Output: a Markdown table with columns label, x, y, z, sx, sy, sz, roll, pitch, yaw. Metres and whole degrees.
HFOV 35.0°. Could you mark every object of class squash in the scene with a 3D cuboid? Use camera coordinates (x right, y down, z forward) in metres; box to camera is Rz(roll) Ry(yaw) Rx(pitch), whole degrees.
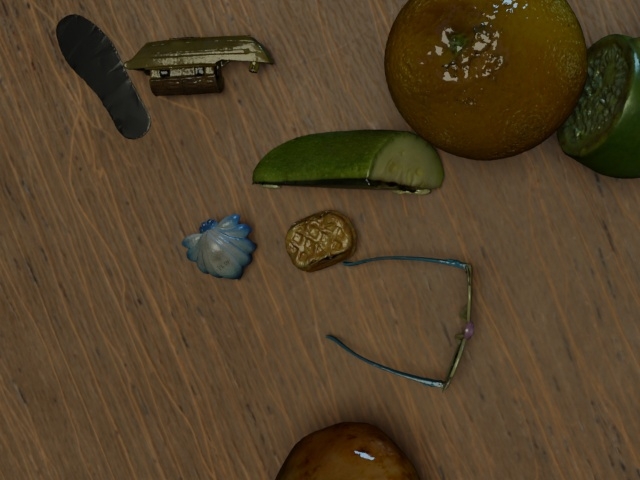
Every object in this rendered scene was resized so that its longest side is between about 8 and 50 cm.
| label | x | y | z | sx | sy | sz | roll | pitch | yaw |
| --- | --- | --- | --- | --- | --- | --- | --- | --- | --- |
| squash | 0.035 | -0.119 | 1.524 | 0.252 | 0.169 | 0.093 | 3 | 91 | 46 |

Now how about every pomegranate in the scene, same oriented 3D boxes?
| label | x | y | z | sx | sy | sz | roll | pitch | yaw |
| --- | --- | --- | --- | --- | --- | --- | --- | --- | --- |
| pomegranate | 0.435 | -0.197 | 1.355 | 0.159 | 0.190 | 0.240 | 14 | 94 | -15 |
| pomegranate | 0.037 | 0.384 | 1.446 | 0.248 | 0.248 | 0.248 | 1 | 93 | 12 |

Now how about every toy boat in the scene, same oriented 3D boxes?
| label | x | y | z | sx | sy | sz | roll | pitch | yaw |
| --- | --- | --- | --- | --- | --- | --- | --- | --- | --- |
| toy boat | -0.184 | -0.266 | 1.544 | 0.226 | 0.068 | 0.088 | -1 | 97 | 10 |

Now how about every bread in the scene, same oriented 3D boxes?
| label | x | y | z | sx | sy | sz | roll | pitch | yaw |
| --- | --- | --- | --- | --- | --- | --- | --- | --- | --- |
| bread | 0.000 | 0.000 | 1.525 | 0.111 | 0.044 | 0.083 | -21 | 87 | 15 |

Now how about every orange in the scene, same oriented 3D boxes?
| label | x | y | z | sx | sy | sz | roll | pitch | yaw |
| --- | --- | --- | --- | --- | --- | --- | --- | --- | --- |
| orange | 0.217 | -0.237 | 1.349 | 0.274 | 0.274 | 0.274 | 1 | 93 | 12 |

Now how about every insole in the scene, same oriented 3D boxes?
| label | x | y | z | sx | sy | sz | roll | pitch | yaw |
| --- | --- | --- | --- | --- | --- | --- | --- | --- | --- |
| insole | -0.342 | -0.262 | 1.607 | 0.080 | 0.003 | 0.232 | -36 | 85 | 12 |

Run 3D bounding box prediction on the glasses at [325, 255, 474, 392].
| label | x | y | z | sx | sy | sz | roll | pitch | yaw |
| --- | --- | --- | --- | --- | --- | --- | --- | --- | --- |
| glasses | 0.130 | 0.108 | 1.506 | 0.221 | 0.088 | 0.189 | 14 | 97 | 31 |

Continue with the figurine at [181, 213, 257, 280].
| label | x | y | z | sx | sy | sz | roll | pitch | yaw |
| --- | --- | --- | --- | --- | --- | --- | --- | --- | --- |
| figurine | -0.147 | 0.018 | 1.550 | 0.114 | 0.079 | 0.114 | -7 | 120 | -11 |
